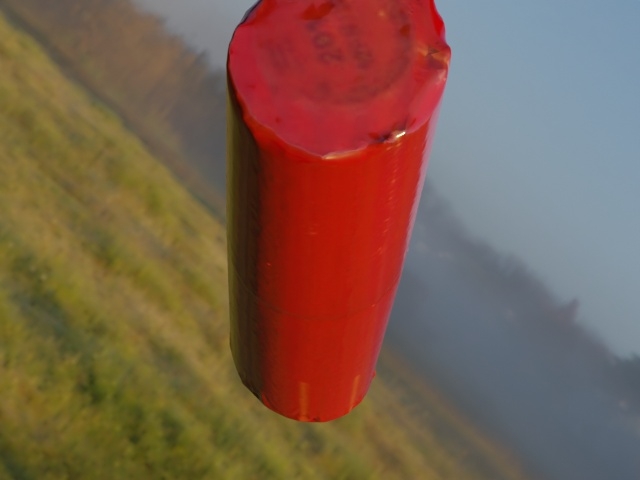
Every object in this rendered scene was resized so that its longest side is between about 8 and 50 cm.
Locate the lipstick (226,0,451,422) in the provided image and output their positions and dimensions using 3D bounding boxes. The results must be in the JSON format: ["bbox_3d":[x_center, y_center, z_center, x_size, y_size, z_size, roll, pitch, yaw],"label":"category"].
[{"bbox_3d":[-0.001,-0.001,0.543,0.073,0.073,0.279,40,-19,12],"label":"lipstick"}]
